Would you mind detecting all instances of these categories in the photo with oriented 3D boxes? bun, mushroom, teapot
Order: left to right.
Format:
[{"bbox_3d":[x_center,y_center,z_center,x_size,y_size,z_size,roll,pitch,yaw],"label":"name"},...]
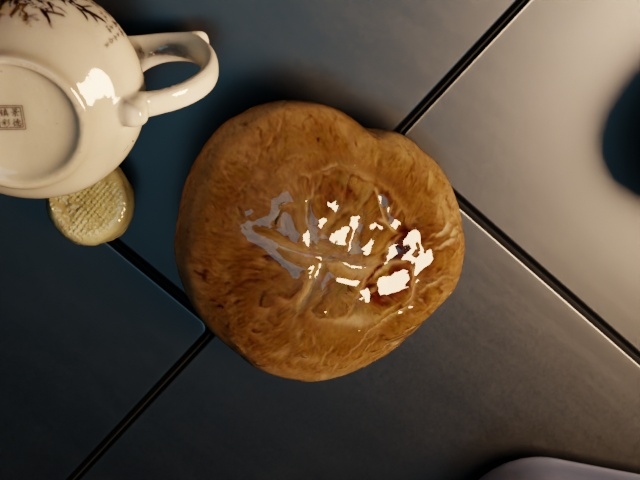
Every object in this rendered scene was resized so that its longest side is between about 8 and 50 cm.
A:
[{"bbox_3d":[-0.240,-0.138,1.662,0.300,0.166,0.208,-3,114,-4],"label":"teapot"},{"bbox_3d":[-0.214,-0.036,1.750,0.086,0.055,0.086,0,92,3],"label":"bun"},{"bbox_3d":[0.000,0.000,1.719,0.278,0.146,0.278,-3,108,-8],"label":"mushroom"}]

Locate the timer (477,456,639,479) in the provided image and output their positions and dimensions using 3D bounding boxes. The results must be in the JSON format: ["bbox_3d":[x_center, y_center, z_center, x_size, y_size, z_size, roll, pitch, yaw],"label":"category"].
[{"bbox_3d":[0.290,0.420,1.854,0.395,0.173,0.395,0,107,-1],"label":"timer"}]
